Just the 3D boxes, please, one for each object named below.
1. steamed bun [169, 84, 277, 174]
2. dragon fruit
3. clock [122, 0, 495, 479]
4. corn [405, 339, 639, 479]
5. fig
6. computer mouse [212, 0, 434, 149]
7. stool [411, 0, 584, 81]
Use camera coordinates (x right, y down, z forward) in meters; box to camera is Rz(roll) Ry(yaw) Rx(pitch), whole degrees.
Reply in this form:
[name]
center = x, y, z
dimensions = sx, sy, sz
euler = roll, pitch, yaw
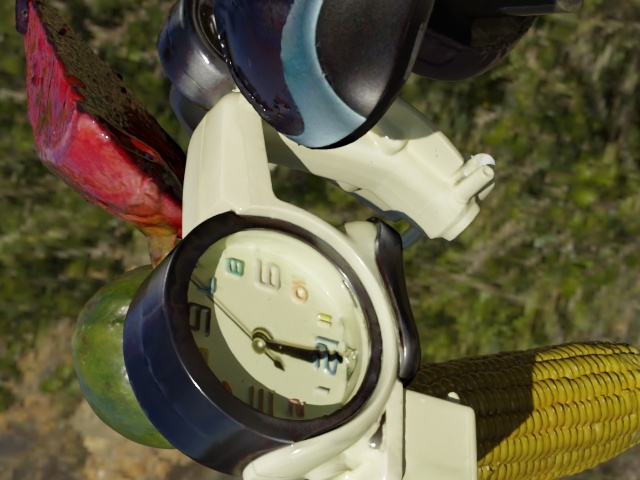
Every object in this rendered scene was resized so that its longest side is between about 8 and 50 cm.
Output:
[steamed bun]
center = -0.082, -0.161, 1.575
dimensions = 0.170, 0.153, 0.238
euler = -51, 11, 6
[dragon fruit]
center = -0.186, -0.077, 1.379
dimensions = 0.100, 0.282, 0.343
euler = -45, 32, 6
[clock]
center = 0.000, 0.000, 1.045
dimensions = 0.120, 0.276, 0.379
euler = -40, 37, 50
[corn]
center = 0.170, 0.159, 1.311
dimensions = 0.131, 0.344, 0.131
euler = 7, 98, 51
[fig]
center = -0.126, 0.117, 1.522
dimensions = 0.195, 0.245, 0.195
euler = 0, -90, -76
[computer mouse]
center = 0.001, -0.163, 0.822
dimensions = 0.137, 0.096, 0.233
euler = 41, 122, 41
[stool]
center = 0.138, -0.301, 1.367
dimensions = 0.178, 0.272, 0.272
euler = -24, 56, 50
